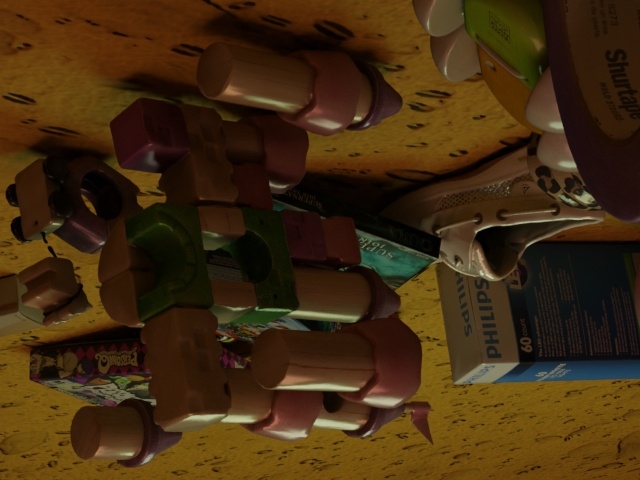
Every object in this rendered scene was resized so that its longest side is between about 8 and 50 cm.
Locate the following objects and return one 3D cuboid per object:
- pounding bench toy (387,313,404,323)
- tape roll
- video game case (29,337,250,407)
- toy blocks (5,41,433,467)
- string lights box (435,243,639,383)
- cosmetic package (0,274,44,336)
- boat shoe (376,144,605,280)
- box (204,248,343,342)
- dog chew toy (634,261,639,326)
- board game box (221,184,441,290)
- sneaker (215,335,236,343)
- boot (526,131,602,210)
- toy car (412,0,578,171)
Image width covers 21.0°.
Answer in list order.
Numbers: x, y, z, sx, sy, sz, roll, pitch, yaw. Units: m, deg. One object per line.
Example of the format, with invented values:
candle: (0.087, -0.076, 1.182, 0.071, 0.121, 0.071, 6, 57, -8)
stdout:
pounding bench toy: (0.068, 0.115, 1.964, 0.065, 0.052, 0.083, -14, 159, 16)
tape roll: (0.201, -0.150, 0.968, 0.090, 0.275, 0.275, -6, 160, -7)
video game case: (-0.183, 0.157, 1.964, 0.210, 0.042, 0.232, -6, 162, 20)
toy blocks: (-0.042, 0.029, 1.362, 0.260, 0.288, 0.309, 6, 155, -43)
string lights box: (0.261, 0.075, 1.810, 0.260, 0.133, 0.077, 1, 159, -21)
cosmetic package: (-0.338, 0.072, 1.711, 0.115, 0.041, 0.060, -14, 159, 17)
boat shoe: (0.146, -0.008, 1.593, 0.098, 0.096, 0.277, 7, 156, -41)
box: (-0.071, 0.059, 1.688, 0.159, 0.044, 0.233, 9, 166, 22)
dog chew toy: (0.462, 0.019, 1.659, 0.206, 0.206, 0.332, 8, 147, -38)
board game box: (0.000, 0.000, 1.584, 0.186, 0.026, 0.126, 20, 151, -18)
sneaker: (-0.103, 0.095, 1.888, 0.035, 0.031, 0.083, -6, 170, -23)
boot: (0.362, -0.118, 1.300, 0.377, 0.138, 0.284, -29, -166, -35)
toy car: (0.160, -0.147, 1.190, 0.136, 0.159, 0.182, -44, 158, -3)
